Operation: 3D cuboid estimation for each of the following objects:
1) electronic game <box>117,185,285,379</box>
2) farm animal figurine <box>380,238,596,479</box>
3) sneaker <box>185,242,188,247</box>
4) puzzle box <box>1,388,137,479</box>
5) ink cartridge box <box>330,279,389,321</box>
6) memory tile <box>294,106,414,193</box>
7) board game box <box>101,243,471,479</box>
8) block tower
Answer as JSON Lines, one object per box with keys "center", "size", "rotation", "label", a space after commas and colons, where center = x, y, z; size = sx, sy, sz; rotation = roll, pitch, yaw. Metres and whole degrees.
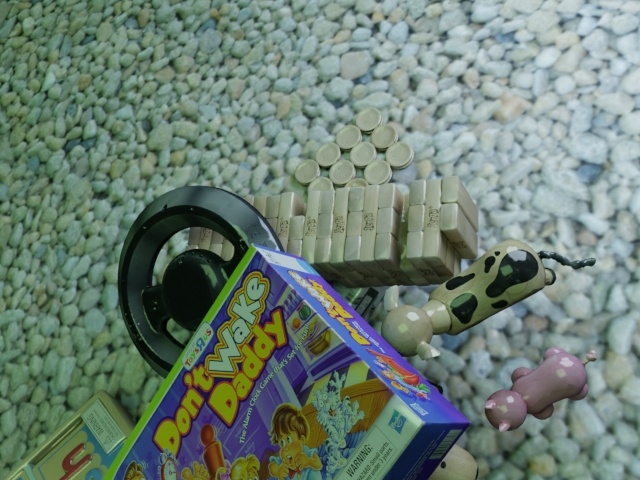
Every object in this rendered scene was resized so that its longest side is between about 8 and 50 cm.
{"center": [-0.132, 0.054, 0.751], "size": [0.229, 0.048, 0.229], "rotation": [2, 95, 27], "label": "electronic game"}
{"center": [0.083, 0.161, 0.655], "size": [0.327, 0.172, 0.330], "rotation": [1, 86, 26], "label": "farm animal figurine"}
{"center": [-0.141, 0.030, 0.938], "size": [0.109, 0.040, 0.044], "rotation": [36, 71, 28], "label": "sneaker"}
{"center": [-0.253, 0.385, 0.758], "size": [0.272, 0.052, 0.409], "rotation": [-44, 48, -12], "label": "puzzle box"}
{"center": [0.012, 0.060, 0.838], "size": [0.104, 0.060, 0.180], "rotation": [33, 86, 32], "label": "ink cartridge box"}
{"center": [0.044, -0.101, 0.918], "size": [0.148, 0.012, 0.113], "rotation": [-39, 59, 4], "label": "memory tile"}
{"center": [-0.065, 0.212, 0.612], "size": [0.233, 0.078, 0.347], "rotation": [43, 105, 38], "label": "board game box"}
{"center": [0.000, 0.000, 0.777], "size": [0.336, 0.097, 0.091], "rotation": [-5, 66, 26], "label": "block tower"}
